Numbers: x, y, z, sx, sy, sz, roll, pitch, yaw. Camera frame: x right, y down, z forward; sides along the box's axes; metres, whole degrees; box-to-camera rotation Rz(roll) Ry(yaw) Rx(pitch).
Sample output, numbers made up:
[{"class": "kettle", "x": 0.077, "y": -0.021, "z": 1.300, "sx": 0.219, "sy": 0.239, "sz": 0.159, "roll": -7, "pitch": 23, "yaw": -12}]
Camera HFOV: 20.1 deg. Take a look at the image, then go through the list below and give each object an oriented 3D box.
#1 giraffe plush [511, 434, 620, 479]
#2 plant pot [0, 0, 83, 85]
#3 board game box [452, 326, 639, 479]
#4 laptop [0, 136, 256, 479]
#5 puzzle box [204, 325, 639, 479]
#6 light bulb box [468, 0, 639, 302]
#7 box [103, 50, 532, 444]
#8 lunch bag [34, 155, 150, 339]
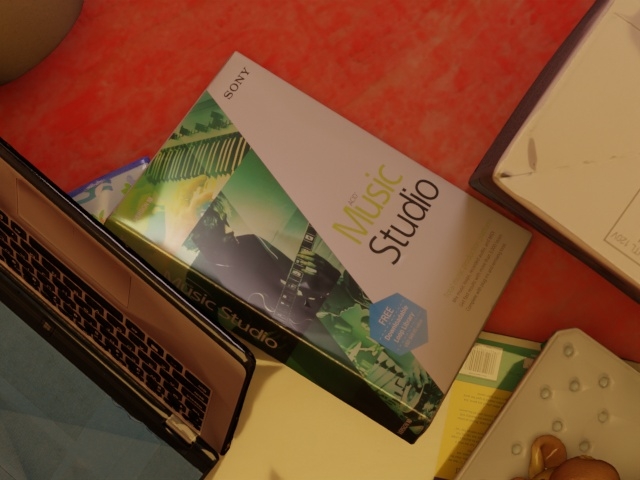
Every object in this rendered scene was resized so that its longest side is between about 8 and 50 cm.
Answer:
[{"class": "giraffe plush", "x": 0.238, "y": 0.235, "z": 1.480, "sx": 0.170, "sy": 0.181, "sz": 0.210, "roll": 29, "pitch": 120, "yaw": 0}, {"class": "plant pot", "x": -0.313, "y": -0.241, "z": 1.559, "sx": 0.284, "sy": 0.284, "sz": 0.191, "roll": -41, "pitch": 123, "yaw": 1}, {"class": "board game box", "x": 0.250, "y": 0.337, "z": 1.573, "sx": 0.390, "sy": 0.050, "sz": 0.390, "roll": 36, "pitch": 85, "yaw": -9}, {"class": "laptop", "x": -0.285, "y": 0.115, "z": 1.477, "sx": 0.382, "sy": 0.408, "sz": 0.236, "roll": 39, "pitch": 69, "yaw": 8}, {"class": "puzzle box", "x": 0.065, "y": 0.202, "z": 1.628, "sx": 0.409, "sy": 0.052, "sz": 0.272, "roll": 12, "pitch": 89, "yaw": 1}, {"class": "light bulb box", "x": 0.328, "y": -0.036, "z": 1.471, "sx": 0.358, "sy": 0.361, "sz": 0.225, "roll": 36, "pitch": 92, "yaw": 2}, {"class": "box", "x": 0.000, "y": 0.000, "z": 1.570, "sx": 0.322, "sy": 0.058, "sz": 0.232, "roll": 31, "pitch": 53, "yaw": 2}, {"class": "lunch bag", "x": -0.188, "y": 0.014, "z": 1.608, "sx": 0.151, "sy": 0.096, "sz": 0.129, "roll": -29, "pitch": 85, "yaw": 16}]
